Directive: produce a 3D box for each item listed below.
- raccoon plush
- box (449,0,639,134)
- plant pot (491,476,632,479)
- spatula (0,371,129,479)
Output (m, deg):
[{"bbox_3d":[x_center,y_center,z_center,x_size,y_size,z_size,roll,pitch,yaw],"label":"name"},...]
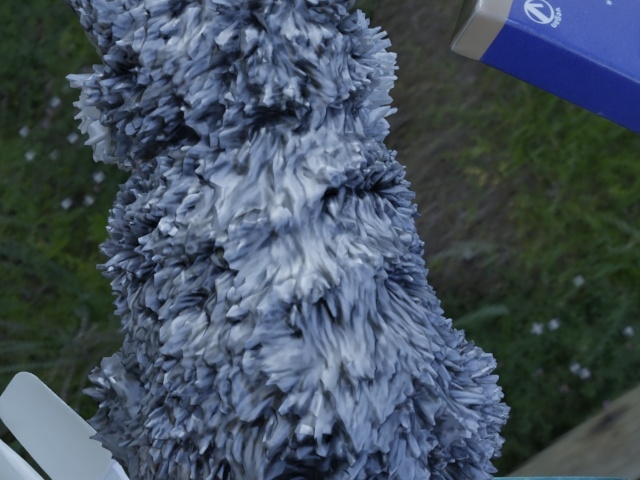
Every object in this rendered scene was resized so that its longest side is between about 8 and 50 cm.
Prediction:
[{"bbox_3d":[0.000,0.000,0.613,0.446,0.216,0.299,-146,-136,-65],"label":"raccoon plush"},{"bbox_3d":[0.179,-0.096,0.604,0.225,0.036,0.136,24,57,-7],"label":"box"},{"bbox_3d":[0.102,0.310,1.053,0.293,0.293,0.235,9,77,-49],"label":"plant pot"},{"bbox_3d":[-0.135,0.208,0.853,0.242,0.168,0.019,43,31,7],"label":"spatula"}]
